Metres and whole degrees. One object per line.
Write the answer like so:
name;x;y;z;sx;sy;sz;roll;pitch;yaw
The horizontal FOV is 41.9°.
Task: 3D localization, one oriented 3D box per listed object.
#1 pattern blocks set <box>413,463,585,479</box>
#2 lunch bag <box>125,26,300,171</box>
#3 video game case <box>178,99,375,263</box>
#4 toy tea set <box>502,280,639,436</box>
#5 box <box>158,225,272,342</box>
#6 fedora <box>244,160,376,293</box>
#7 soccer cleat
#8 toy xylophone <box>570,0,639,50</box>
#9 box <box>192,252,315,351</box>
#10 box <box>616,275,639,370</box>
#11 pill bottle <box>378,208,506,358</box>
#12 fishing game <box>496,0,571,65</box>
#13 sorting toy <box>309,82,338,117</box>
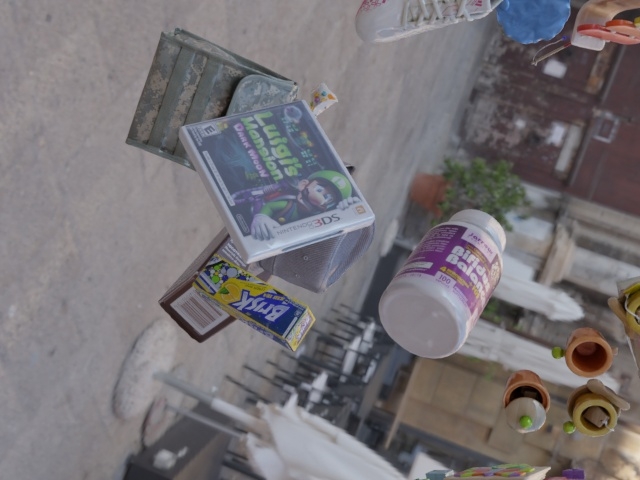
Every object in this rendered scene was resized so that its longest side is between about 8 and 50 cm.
pattern blocks set;0.334;0.452;1.594;0.285;0.325;0.026;16;66;-68
lunch bag;-0.204;-0.252;1.649;0.169;0.287;0.235;-86;-161;-71
video game case;-0.051;-0.076;0.990;0.173;0.190;0.022;-18;155;-28
toy tea set;0.448;0.223;1.300;0.336;0.200;0.124;-39;-171;20
box;-0.169;0.030;1.847;0.191;0.143;0.381;-35;-168;46
fedora;0.000;0.000;1.372;0.244;0.124;0.275;-36;163;-44
soccer cleat;0.219;-0.429;1.470;0.116;0.331;0.143;56;11;-46
toy xylophone;0.600;-0.412;1.522;0.236;0.323;0.081;-3;94;-35
box;-0.094;0.087;1.176;0.059;0.169;0.054;-55;155;-16
box;0.615;0.174;1.469;0.232;0.127;0.148;-75;149;-63
pill bottle;0.243;0.068;1.571;0.301;0.169;0.169;-49;158;-45
fishing game;0.545;-0.596;2.151;0.189;0.264;0.041;-27;-174;16
sorting toy;-0.003;-0.391;2.285;0.045;0.083;0.075;23;43;-45
